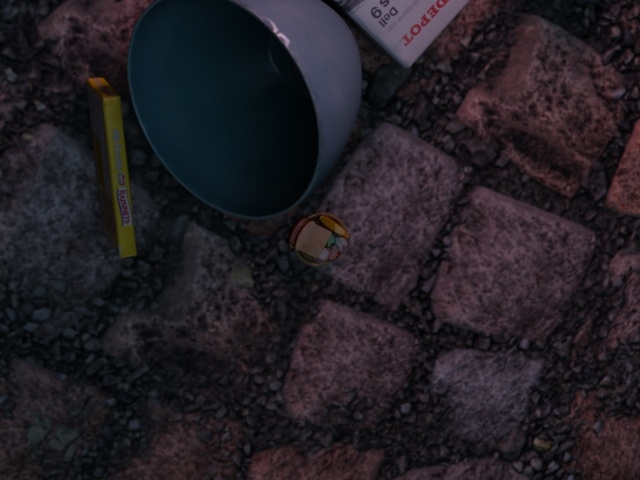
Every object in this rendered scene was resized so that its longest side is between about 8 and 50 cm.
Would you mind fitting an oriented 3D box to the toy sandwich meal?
[{"bbox_3d":[0.000,0.000,1.990,0.086,0.029,0.085,-6,111,-16],"label":"toy sandwich meal"}]

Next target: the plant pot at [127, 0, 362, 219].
[{"bbox_3d":[-0.061,-0.197,1.791,0.195,0.290,0.290,-37,122,-43],"label":"plant pot"}]

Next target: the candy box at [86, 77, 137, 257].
[{"bbox_3d":[-0.259,-0.091,1.833,0.027,0.105,0.205,-11,112,-19],"label":"candy box"}]

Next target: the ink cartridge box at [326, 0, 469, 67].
[{"bbox_3d":[0.067,-0.388,1.821,0.289,0.121,0.211,41,94,-26],"label":"ink cartridge box"}]
